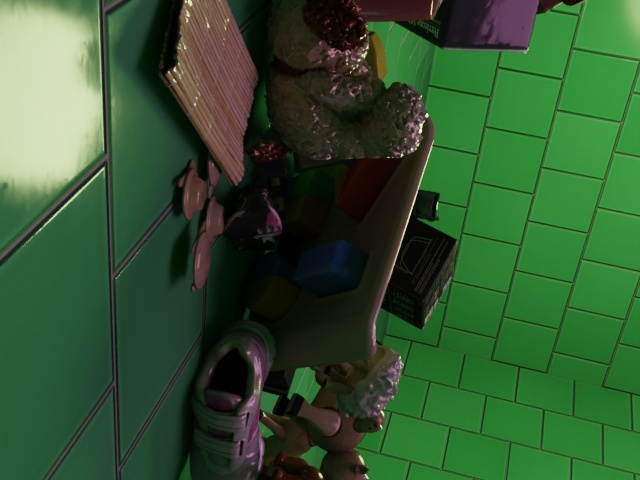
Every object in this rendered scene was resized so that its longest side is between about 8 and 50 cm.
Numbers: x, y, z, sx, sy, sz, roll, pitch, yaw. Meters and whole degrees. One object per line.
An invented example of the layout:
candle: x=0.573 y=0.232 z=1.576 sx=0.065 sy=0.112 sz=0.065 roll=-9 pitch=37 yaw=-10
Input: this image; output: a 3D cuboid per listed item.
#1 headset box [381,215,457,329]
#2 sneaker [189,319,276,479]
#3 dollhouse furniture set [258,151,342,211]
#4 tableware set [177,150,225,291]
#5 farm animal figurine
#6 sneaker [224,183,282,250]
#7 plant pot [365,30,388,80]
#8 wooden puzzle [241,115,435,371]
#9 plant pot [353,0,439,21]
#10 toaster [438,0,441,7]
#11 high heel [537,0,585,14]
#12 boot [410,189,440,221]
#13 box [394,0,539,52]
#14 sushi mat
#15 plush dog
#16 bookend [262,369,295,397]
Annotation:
headset box: x=0.097 y=0.023 z=1.692 sx=0.131 sy=0.283 sz=0.246 roll=-59 pitch=165 yaw=-12
sneaker: x=-0.127 y=0.228 z=1.189 sx=0.111 sy=0.103 sz=0.252 roll=33 pitch=62 yaw=-78
dollhouse furniture set: x=-0.025 y=-0.094 z=1.272 sx=0.081 sy=0.114 sz=0.091 roll=-103 pitch=-177 yaw=-81
tableware set: x=-0.130 y=-0.036 z=1.017 sx=0.141 sy=0.020 sz=0.169 roll=-73 pitch=166 yaw=-58
farm animal figurine: x=0.008 y=0.282 z=1.338 sx=0.327 sy=0.172 sz=0.330 roll=-61 pitch=-167 yaw=0
sneaker: x=-0.089 y=-0.038 z=1.149 sx=0.178 sy=0.072 sz=0.077 roll=125 pitch=-39 yaw=-76
plant pot: x=0.076 y=-0.338 z=1.669 sx=0.081 sy=0.081 sz=0.083 roll=-59 pitch=149 yaw=-61
wooden puzzle: x=0.000 y=0.000 z=1.267 sx=0.322 sy=0.080 sz=0.348 roll=-18 pitch=-129 yaw=54
plant pot: x=0.091 y=-0.407 z=1.351 sx=0.201 sy=0.180 sz=0.201 roll=13 pitch=90 yaw=-80
toaster: x=0.151 y=-0.508 z=1.620 sx=0.186 sy=0.168 sz=0.110 roll=89 pitch=20 yaw=-52
high heel: x=0.466 y=-0.547 z=1.748 sx=0.127 sy=0.181 sz=0.377 roll=-34 pitch=-168 yaw=-15
boot: x=0.157 y=-0.101 z=2.005 sx=0.338 sy=0.222 sz=0.118 roll=-31 pitch=134 yaw=-77
box: x=0.292 y=-0.605 z=1.803 sx=0.293 sy=0.212 sz=0.395 roll=-132 pitch=-137 yaw=-54
sushi mat: x=-0.107 y=-0.173 z=0.943 sx=0.316 sy=0.019 sz=0.151 roll=66 pitch=29 yaw=-74
plush dog: x=-0.007 y=-0.222 z=1.134 sx=0.262 sy=0.210 sz=0.225 roll=-130 pitch=-151 yaw=-59
bookend: x=-0.072 y=0.149 z=1.452 sx=0.156 sy=0.072 sz=0.157 roll=79 pitch=26 yaw=-66
